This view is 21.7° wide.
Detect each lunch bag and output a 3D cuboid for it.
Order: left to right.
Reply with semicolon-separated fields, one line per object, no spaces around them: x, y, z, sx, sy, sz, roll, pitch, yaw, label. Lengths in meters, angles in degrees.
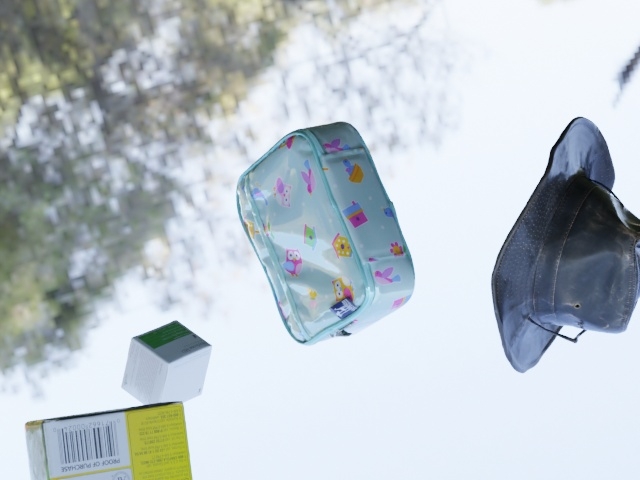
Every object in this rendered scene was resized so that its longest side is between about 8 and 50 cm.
0.000;0.000;2.250;0.108;0.279;0.224;-11;165;-40;lunch bag

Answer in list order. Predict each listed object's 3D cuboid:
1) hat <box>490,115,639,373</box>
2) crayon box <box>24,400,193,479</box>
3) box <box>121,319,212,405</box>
0.325;0.026;1.966;0.134;0.331;0.331;21;-147;26;hat
-0.265;0.381;2.186;0.202;0.318;0.081;-4;176;-31;crayon box
-0.238;0.195;2.586;0.087;0.102;0.101;33;-147;29;box
